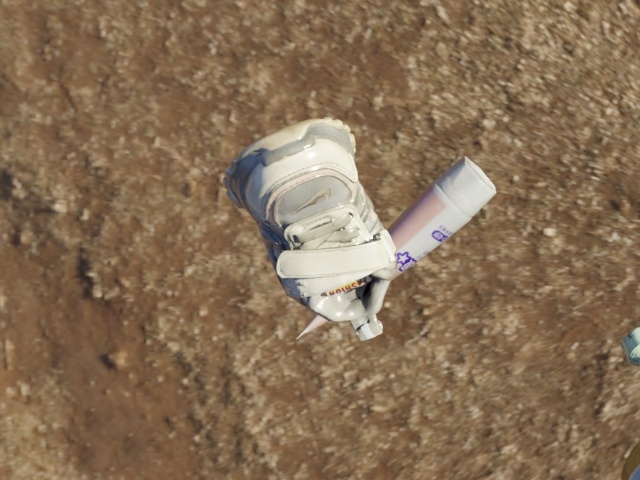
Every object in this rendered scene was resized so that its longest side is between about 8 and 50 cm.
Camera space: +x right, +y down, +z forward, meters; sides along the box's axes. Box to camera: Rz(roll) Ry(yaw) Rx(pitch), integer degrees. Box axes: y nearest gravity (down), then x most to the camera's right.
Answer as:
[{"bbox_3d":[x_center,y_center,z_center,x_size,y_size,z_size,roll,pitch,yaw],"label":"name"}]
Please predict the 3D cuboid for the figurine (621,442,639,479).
[{"bbox_3d":[0.300,0.274,0.889,0.193,0.133,0.274,15,85,-9],"label":"figurine"}]

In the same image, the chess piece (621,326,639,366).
[{"bbox_3d":[0.362,0.143,1.196,0.067,0.067,0.103,-39,40,20],"label":"chess piece"}]

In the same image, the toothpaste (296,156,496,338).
[{"bbox_3d":[0.058,0.012,0.901,0.194,0.067,0.043,-43,84,18],"label":"toothpaste"}]

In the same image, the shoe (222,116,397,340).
[{"bbox_3d":[0.000,0.000,0.714,0.089,0.180,0.092,-22,62,3],"label":"shoe"}]
